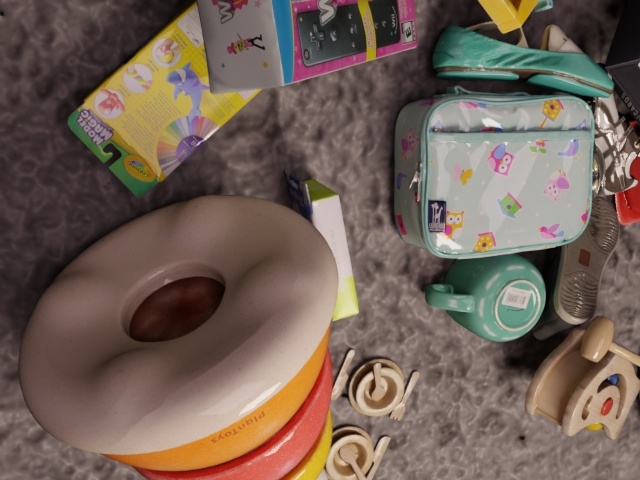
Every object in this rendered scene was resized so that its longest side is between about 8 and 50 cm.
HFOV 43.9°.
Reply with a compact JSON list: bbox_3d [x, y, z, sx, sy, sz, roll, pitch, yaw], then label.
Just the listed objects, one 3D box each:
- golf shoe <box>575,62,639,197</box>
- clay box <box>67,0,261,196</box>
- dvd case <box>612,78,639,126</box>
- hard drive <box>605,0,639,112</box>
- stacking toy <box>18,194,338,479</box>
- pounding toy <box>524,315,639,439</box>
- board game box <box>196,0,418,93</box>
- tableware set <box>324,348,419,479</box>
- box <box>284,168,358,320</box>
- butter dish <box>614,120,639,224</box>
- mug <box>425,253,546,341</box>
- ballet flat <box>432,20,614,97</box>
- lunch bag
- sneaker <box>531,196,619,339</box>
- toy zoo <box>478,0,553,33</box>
[{"bbox_3d":[0.416,-0.160,1.140,0.094,0.077,0.198,-4,116,5],"label":"golf shoe"},{"bbox_3d":[-0.174,-0.169,0.927,0.222,0.053,0.127,-43,114,-5],"label":"clay box"},{"bbox_3d":[0.568,-0.204,1.165,0.239,0.029,0.179,-19,67,-17],"label":"dvd case"},{"bbox_3d":[0.488,-0.270,1.099,0.172,0.054,0.254,44,58,-19],"label":"hard drive"},{"bbox_3d":[-0.103,0.218,0.960,0.350,0.350,0.480,-29,129,-13],"label":"stacking toy"},{"bbox_3d":[0.410,0.231,1.159,0.154,0.155,0.269,-54,138,-10],"label":"pounding toy"},{"bbox_3d":[-0.009,-0.293,0.852,0.303,0.097,0.224,-31,117,-51],"label":"board game box"},{"bbox_3d":[0.064,0.263,1.137,0.128,0.039,0.194,21,95,-25],"label":"tableware set"},{"bbox_3d":[0.000,0.000,1.007,0.042,0.109,0.178,-14,108,-14],"label":"box"},{"bbox_3d":[0.530,-0.105,1.185,0.160,0.118,0.160,-18,109,-18],"label":"butter dish"},{"bbox_3d":[0.243,0.086,1.131,0.158,0.097,0.129,-35,113,-11],"label":"mug"},{"bbox_3d":[0.272,-0.244,1.042,0.247,0.083,0.087,7,94,-3],"label":"ballet flat"},{"bbox_3d":[0.233,-0.096,1.075,0.279,0.108,0.224,-5,105,-20],"label":"lunch bag"},{"bbox_3d":[0.367,0.038,1.189,0.083,0.118,0.222,29,63,-3],"label":"sneaker"},{"bbox_3d":[0.206,-0.393,0.979,0.293,0.030,0.192,43,56,-28],"label":"toy zoo"}]
